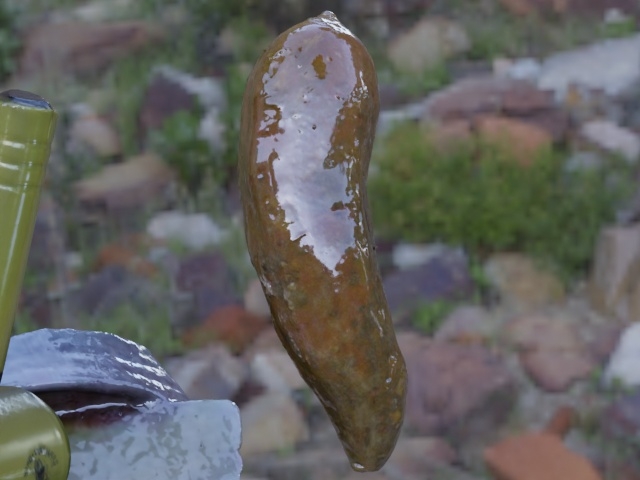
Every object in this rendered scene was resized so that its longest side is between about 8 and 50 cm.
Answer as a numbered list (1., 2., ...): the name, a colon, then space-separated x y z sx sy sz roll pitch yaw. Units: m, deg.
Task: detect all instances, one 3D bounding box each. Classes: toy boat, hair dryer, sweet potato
1. toy boat: -0.174 0.172 1.260 0.276 0.111 0.293 -24 48 -30
2. hair dryer: -0.194 0.048 1.126 0.090 0.278 0.135 19 12 25
3. sweet potato: -0.001 0.001 1.179 0.097 0.291 0.097 -6 -3 0
